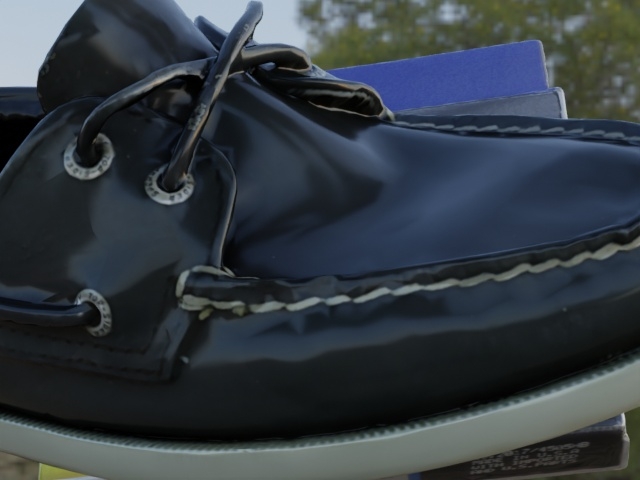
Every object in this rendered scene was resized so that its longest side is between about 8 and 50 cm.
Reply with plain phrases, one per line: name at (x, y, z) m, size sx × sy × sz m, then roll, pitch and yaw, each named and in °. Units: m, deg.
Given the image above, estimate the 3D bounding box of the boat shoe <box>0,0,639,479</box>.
boat shoe at (-0.055, -0.015, 0.382) m, size 0.340 × 0.113 × 0.127 m, roll -1°, pitch 26°, yaw 33°

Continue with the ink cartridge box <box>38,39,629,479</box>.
ink cartridge box at (0.000, 0.000, 0.799) m, size 0.303 × 0.307 × 0.072 m, roll -8°, pitch -33°, yaw 5°
